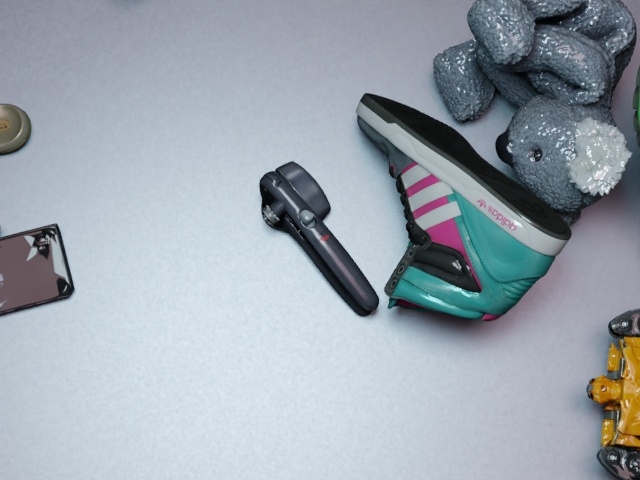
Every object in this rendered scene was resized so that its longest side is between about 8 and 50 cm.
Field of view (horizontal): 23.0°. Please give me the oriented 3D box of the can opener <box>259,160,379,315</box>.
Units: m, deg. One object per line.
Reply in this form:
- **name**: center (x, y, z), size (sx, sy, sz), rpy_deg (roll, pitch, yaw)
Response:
- **can opener**: center (0.000, 0.000, 1.647), size (0.073, 0.059, 0.186), rpy_deg (-34, 80, -10)

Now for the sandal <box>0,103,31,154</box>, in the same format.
- **sandal**: center (-0.398, -0.114, 1.664), size (0.180, 0.049, 0.072), rpy_deg (-10, 78, -4)

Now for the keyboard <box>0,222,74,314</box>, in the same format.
- **keyboard**: center (-0.356, 0.028, 1.648), size (0.180, 0.023, 0.108), rpy_deg (-15, 84, -6)

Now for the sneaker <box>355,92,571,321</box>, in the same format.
- **sneaker**: center (0.111, -0.015, 1.629), size (0.295, 0.124, 0.178), rpy_deg (44, 114, 38)

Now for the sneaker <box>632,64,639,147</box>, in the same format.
- **sneaker**: center (0.420, -0.085, 1.568), size (0.134, 0.146, 0.343), rpy_deg (-43, 117, -38)

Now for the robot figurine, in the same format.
- **robot figurine**: center (0.413, 0.173, 1.608), size (0.291, 0.085, 0.211), rpy_deg (8, 77, -1)

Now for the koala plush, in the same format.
- **koala plush**: center (0.249, -0.130, 1.625), size (0.203, 0.196, 0.221), rpy_deg (-7, 73, -14)
